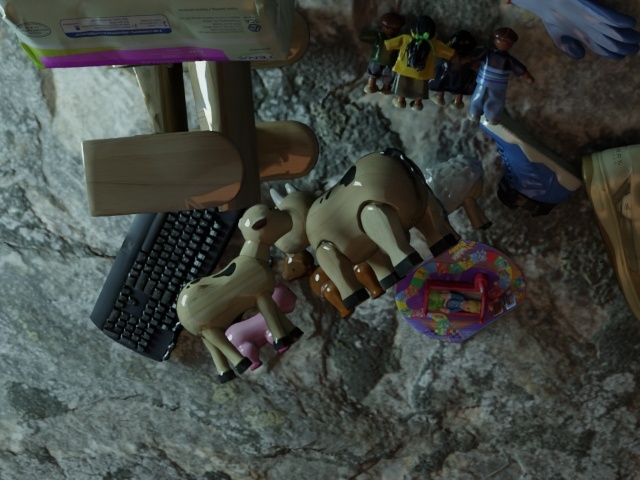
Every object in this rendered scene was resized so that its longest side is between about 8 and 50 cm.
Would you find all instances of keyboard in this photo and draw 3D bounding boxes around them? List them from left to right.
[{"bbox_3d":[-0.163,0.045,1.624,0.201,0.033,0.317,23,126,-10],"label":"keyboard"}]

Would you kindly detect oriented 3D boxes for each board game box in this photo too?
[{"bbox_3d":[0.177,0.075,1.604,0.169,0.033,0.133,-37,115,27],"label":"board game box"}]

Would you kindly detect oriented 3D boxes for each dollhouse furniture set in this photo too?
[{"bbox_3d":[-0.061,-0.231,1.227,0.256,0.362,0.394,-4,95,11],"label":"dollhouse furniture set"}]

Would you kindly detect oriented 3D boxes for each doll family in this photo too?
[{"bbox_3d":[0.138,-0.198,1.389,0.193,0.076,0.111,9,116,-7],"label":"doll family"}]

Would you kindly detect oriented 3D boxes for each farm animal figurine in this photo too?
[{"bbox_3d":[0.000,0.000,1.425,0.327,0.330,0.172,-34,84,29],"label":"farm animal figurine"}]

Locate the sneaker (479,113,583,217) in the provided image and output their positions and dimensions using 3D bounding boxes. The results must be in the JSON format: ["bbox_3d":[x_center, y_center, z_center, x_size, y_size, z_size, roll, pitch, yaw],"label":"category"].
[{"bbox_3d":[0.226,-0.083,1.468,0.152,0.058,0.084,32,115,-24],"label":"sneaker"}]

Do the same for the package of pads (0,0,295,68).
[{"bbox_3d":[-0.130,-0.284,1.025,0.229,0.296,0.101,0,155,14],"label":"package of pads"}]

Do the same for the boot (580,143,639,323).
[{"bbox_3d":[0.437,-0.017,1.473,0.203,0.095,0.262,-18,118,17],"label":"boot"}]

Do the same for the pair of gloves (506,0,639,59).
[{"bbox_3d":[0.282,-0.258,1.312,0.159,0.023,0.198,25,150,0],"label":"pair of gloves"}]
